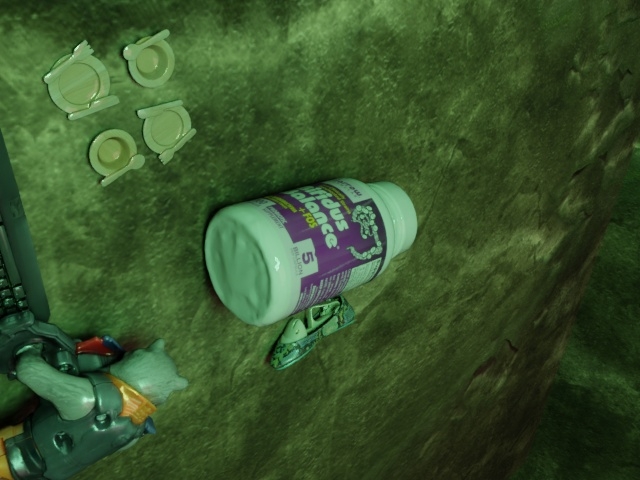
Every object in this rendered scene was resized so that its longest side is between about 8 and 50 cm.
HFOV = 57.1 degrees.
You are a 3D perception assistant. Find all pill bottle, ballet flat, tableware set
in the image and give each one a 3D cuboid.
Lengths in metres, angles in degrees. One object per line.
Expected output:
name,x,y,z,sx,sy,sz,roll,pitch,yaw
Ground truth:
pill bottle,0.000,0.000,0.858,0.302,0.169,0.169,-20,127,-40
ballet flat,-0.021,0.152,1.031,0.188,0.070,0.070,-31,133,-34
tableware set,-0.212,-0.146,0.652,0.141,0.020,0.168,-36,136,-27

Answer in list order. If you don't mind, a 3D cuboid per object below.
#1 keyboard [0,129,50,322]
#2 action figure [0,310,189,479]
keyboard,-0.382,0.000,0.553,0.202,0.033,0.317,-25,130,-35
action figure,-0.293,0.251,0.694,0.330,0.178,0.341,-41,145,-7
